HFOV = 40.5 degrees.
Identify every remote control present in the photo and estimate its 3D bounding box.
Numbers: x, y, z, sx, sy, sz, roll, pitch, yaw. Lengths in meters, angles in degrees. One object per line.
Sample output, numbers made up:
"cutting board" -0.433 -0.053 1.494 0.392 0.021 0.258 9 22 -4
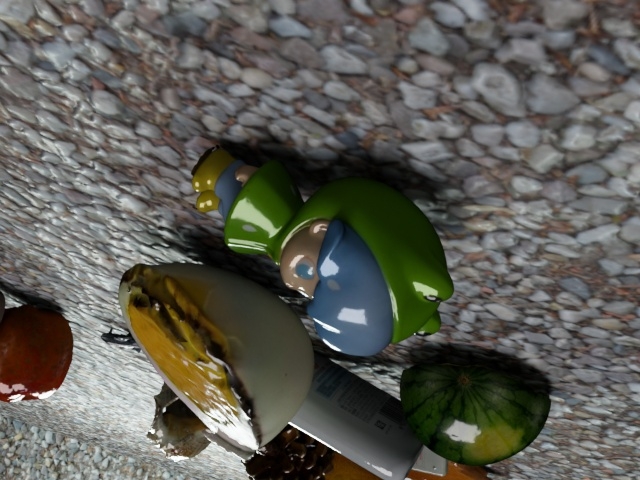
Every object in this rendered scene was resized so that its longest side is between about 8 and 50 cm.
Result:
"remote control" 0.140 0.364 1.562 0.190 0.087 0.029 5 -169 27

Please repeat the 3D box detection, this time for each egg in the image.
"egg" -0.124 0.121 1.121 0.286 0.174 0.264 52 152 -9

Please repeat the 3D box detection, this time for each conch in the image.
"conch" -0.240 0.332 1.693 0.245 0.163 0.178 -19 164 11

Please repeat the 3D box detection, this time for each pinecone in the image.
"pinecone" -0.074 0.406 1.697 0.185 0.168 0.212 -18 142 18

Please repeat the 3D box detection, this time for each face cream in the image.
"face cream" -0.001 0.232 1.292 0.337 0.080 0.163 28 -159 14

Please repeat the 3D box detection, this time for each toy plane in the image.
"toy plane" -0.362 0.184 1.595 0.083 0.031 0.078 19 157 -2

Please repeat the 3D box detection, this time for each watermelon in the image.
"watermelon" 0.203 0.241 1.182 0.204 0.127 0.232 12 162 6

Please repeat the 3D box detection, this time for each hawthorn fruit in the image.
"hawthorn fruit" -0.545 0.209 1.597 0.189 0.189 0.189 16 157 7

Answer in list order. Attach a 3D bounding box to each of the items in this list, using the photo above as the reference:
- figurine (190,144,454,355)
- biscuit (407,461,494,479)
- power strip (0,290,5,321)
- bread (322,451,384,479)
"figurine" 0.000 0.000 0.796 0.263 0.143 0.162 31 152 14
"biscuit" 0.215 0.430 1.698 0.284 0.043 0.306 13 154 20
"power strip" -0.641 0.138 1.544 0.154 0.154 0.078 -1 149 38
"bread" 0.033 0.523 1.914 0.195 0.142 0.270 32 152 -33
